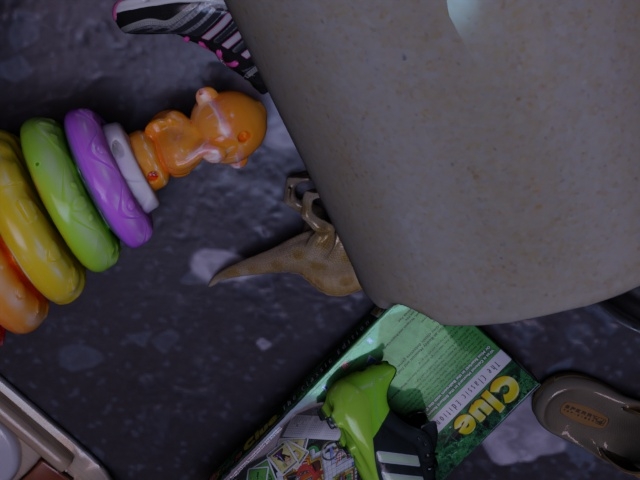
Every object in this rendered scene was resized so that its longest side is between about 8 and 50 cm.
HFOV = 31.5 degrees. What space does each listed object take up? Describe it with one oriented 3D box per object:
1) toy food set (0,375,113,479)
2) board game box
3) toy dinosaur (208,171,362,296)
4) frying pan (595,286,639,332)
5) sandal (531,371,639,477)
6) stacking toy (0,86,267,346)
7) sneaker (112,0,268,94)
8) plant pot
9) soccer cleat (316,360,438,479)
[{"bbox_3d":[-0.336,0.188,0.881,0.220,0.092,0.306,-41,106,15],"label":"toy food set"},{"bbox_3d":[0.032,0.157,0.881,0.136,0.030,0.259,43,96,-12],"label":"board game box"},{"bbox_3d":[0.000,0.000,0.829,0.183,0.053,0.092,-7,112,3],"label":"toy dinosaur"},{"bbox_3d":[0.291,-0.083,0.778,0.197,0.053,0.326,32,99,16],"label":"frying pan"},{"bbox_3d":[0.253,0.155,0.887,0.180,0.049,0.072,19,110,-6],"label":"sandal"},{"bbox_3d":[-0.176,-0.030,0.780,0.302,0.165,0.175,-26,124,-2],"label":"stacking toy"},{"bbox_3d":[-0.056,-0.137,0.771,0.171,0.063,0.074,1,105,-5],"label":"sneaker"},{"bbox_3d":[0.088,-0.135,0.630,0.334,0.334,0.305,-16,111,6],"label":"plant pot"},{"bbox_3d":[0.065,0.174,0.846,0.072,0.060,0.178,-30,105,-11],"label":"soccer cleat"}]
